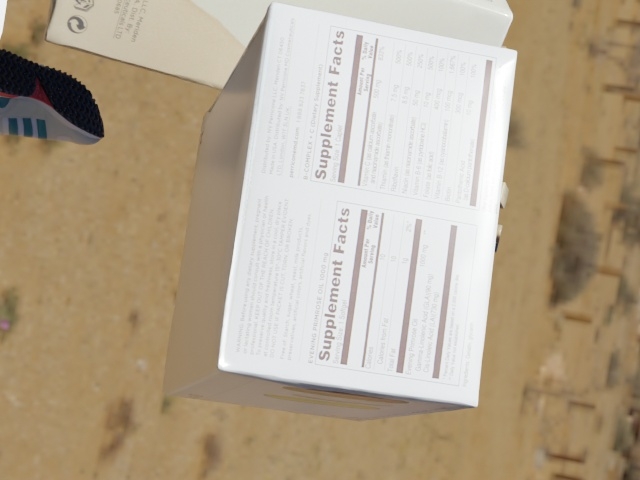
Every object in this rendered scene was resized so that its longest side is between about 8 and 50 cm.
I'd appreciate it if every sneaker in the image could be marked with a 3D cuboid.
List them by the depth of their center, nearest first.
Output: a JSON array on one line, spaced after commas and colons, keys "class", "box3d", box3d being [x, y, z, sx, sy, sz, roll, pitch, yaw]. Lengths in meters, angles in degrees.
[{"class": "sneaker", "box3d": [-0.267, -0.118, 1.312, 0.161, 0.075, 0.057, 23, 48, -50]}]

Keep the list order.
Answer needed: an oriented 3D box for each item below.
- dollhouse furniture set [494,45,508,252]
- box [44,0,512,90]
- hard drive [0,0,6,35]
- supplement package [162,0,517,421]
[{"class": "dollhouse furniture set", "box3d": [0.153, -0.102, 1.638, 0.161, 0.101, 0.182, 53, 49, -61]}, {"class": "box", "box3d": [-0.032, -0.181, 1.073, 0.148, 0.311, 0.121, -98, -153, -60]}, {"class": "hard drive", "box3d": [-0.334, -0.211, 1.056, 0.040, 0.318, 0.210, 21, 68, -48]}, {"class": "supplement package", "box3d": [0.000, 0.000, 0.903, 0.262, 0.145, 0.204, 143, -45, -75]}]
